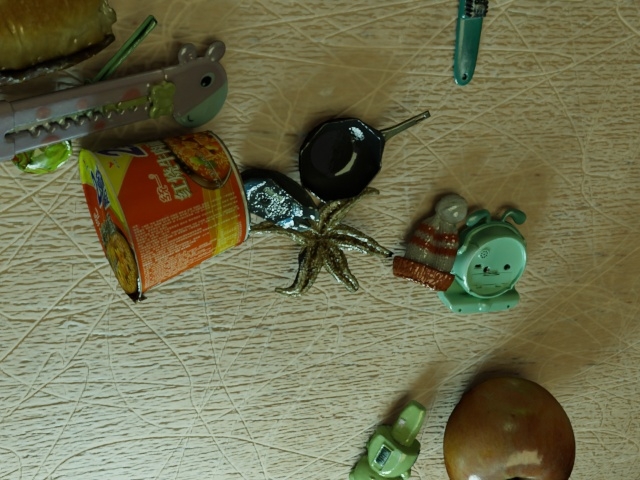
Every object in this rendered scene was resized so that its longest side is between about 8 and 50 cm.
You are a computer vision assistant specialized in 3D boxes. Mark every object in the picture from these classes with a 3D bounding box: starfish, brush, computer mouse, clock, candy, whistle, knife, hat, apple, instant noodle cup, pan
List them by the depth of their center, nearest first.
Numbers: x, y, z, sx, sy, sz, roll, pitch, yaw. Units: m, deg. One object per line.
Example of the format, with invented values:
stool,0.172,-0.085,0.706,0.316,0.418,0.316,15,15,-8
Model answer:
knife,-0.272,-0.160,1.113,0.399,0.038,0.132,-21,137,-36
candy,-0.298,-0.186,1.146,0.262,0.073,0.077,-45,148,9
instant noodle cup,-0.203,-0.045,1.203,0.174,0.213,0.213,-20,125,-22
brush,0.224,-0.316,1.324,0.043,0.032,0.193,-9,120,-19
computer mouse,-0.061,-0.064,1.324,0.135,0.047,0.079,33,135,-10
pan,0.060,-0.131,1.350,0.202,0.048,0.128,-10,123,-16
starfish,-0.001,-0.002,1.399,0.238,0.057,0.213,20,104,-16
hat,0.190,0.000,1.475,0.112,0.094,0.162,17,93,-41
clock,0.283,0.033,1.536,0.148,0.060,0.188,-4,119,-21
whistle,0.130,0.392,1.662,0.085,0.105,0.227,1,119,-58
apple,0.342,0.376,1.676,0.254,0.253,0.253,-11,122,-18

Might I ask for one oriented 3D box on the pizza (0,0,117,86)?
pizza,-0.436,-0.293,0.921,0.392,0.080,0.435,-53,128,-32
